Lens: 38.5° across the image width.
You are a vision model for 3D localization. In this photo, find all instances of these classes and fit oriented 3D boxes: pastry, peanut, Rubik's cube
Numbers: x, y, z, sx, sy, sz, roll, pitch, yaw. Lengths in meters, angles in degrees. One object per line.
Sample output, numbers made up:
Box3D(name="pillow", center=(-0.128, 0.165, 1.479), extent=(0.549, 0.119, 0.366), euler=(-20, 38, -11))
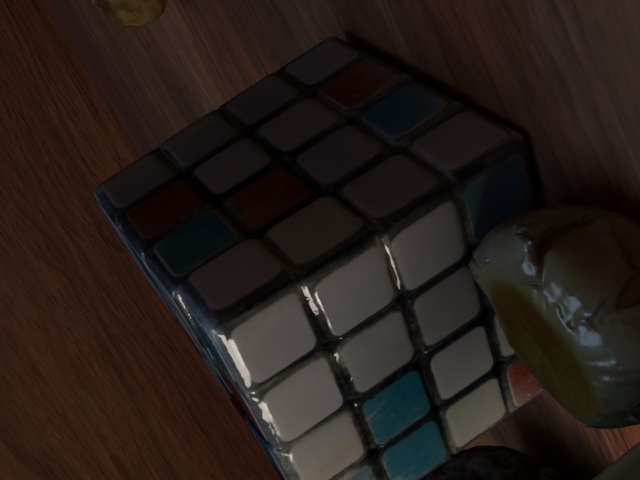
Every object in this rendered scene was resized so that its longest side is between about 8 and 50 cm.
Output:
Box3D(name="pastry", center=(0.170, 0.045, 0.578), extent=(0.166, 0.088, 0.166), euler=(52, 166, 19))
Box3D(name="peanut", center=(-0.253, -0.346, 1.171), extent=(0.141, 0.109, 0.159), euler=(94, 153, -54))
Box3D(name="Rubik's cube", center=(0.012, 0.029, 0.743), extent=(0.253, 0.259, 0.256), euler=(40, 160, 49))

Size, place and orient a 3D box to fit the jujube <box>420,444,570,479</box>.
Box3D(name="jujube", center=(0.201, 0.333, 0.888), extent=(0.226, 0.226, 0.317), euler=(63, 171, -29))

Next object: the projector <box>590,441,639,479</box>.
Box3D(name="projector", center=(0.228, 0.240, 0.476), extent=(0.248, 0.249, 0.249), euler=(48, 164, 35))
